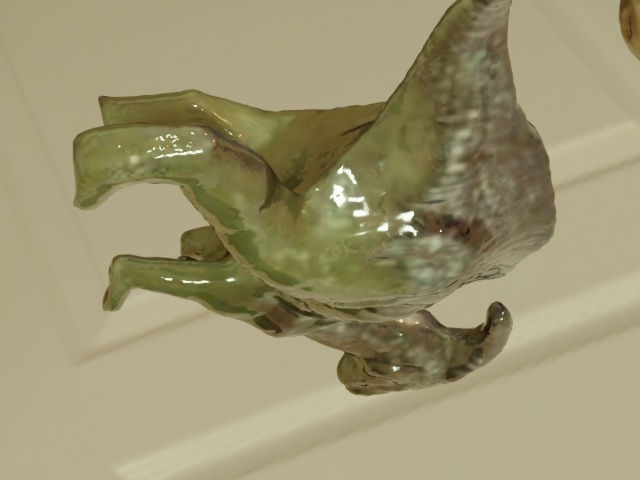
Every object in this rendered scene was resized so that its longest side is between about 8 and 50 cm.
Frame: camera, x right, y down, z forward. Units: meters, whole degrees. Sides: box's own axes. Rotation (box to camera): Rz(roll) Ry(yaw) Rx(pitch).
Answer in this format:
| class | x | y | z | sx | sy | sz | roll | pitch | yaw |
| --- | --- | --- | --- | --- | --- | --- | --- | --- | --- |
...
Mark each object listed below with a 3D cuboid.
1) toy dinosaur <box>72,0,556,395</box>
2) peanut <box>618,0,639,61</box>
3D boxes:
| class | x | y | z | sx | sy | sz | roll | pitch | yaw |
| --- | --- | --- | --- | --- | --- | --- | --- | --- | --- |
| toy dinosaur | 0.000 | -0.007 | 0.611 | 0.162 | 0.077 | 0.294 | 2 | 164 | -2 |
| peanut | 0.235 | -0.206 | 1.026 | 0.104 | 0.085 | 0.228 | 4 | 110 | 15 |
